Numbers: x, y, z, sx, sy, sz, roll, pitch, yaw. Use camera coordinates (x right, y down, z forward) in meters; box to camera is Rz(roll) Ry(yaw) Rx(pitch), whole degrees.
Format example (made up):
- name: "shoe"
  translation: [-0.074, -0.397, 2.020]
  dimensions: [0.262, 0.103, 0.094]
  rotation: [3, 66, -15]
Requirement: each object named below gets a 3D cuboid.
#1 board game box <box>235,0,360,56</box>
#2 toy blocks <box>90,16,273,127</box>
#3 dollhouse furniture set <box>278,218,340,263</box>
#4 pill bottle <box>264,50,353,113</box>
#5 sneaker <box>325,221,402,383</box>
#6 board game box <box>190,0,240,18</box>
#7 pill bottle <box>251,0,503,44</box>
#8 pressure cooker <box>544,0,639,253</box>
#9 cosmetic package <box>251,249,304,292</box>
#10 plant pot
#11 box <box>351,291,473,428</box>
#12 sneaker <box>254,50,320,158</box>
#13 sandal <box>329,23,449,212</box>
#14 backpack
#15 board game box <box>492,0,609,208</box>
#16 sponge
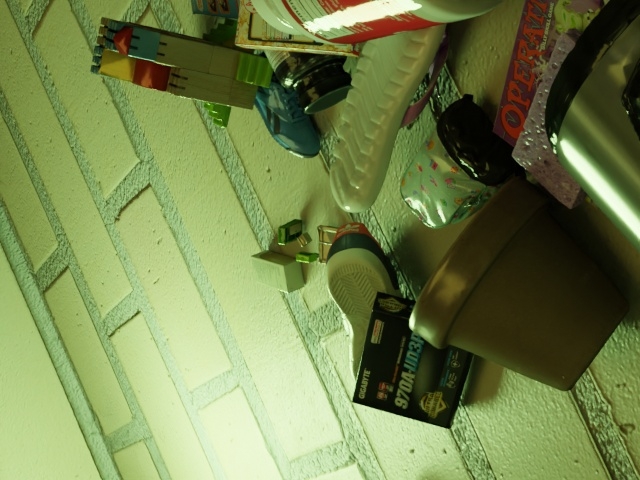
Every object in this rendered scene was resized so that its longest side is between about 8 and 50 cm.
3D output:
- name: "board game box"
  translation: [-0.030, -0.366, 1.909]
  dimensions: [0.193, 0.045, 0.146]
  rotation: [8, 93, 18]
- name: "toy blocks"
  translation: [-0.280, -0.321, 2.178]
  dimensions: [0.381, 0.261, 0.190]
  rotation: [30, 109, 61]
- name: "dollhouse furniture set"
  translation: [0.000, 0.000, 2.233]
  dimensions: [0.152, 0.058, 0.076]
  rotation: [10, 110, 32]
- name: "pill bottle"
  translation: [-0.032, -0.323, 2.000]
  dimensions: [0.219, 0.123, 0.123]
  rotation: [63, 148, 8]
- name: "sneaker"
  translation: [0.094, 0.118, 2.092]
  dimensions: [0.148, 0.131, 0.350]
  rotation: [-90, -12, -52]
- name: "board game box"
  translation: [-0.174, -0.479, 2.199]
  dimensions: [0.211, 0.039, 0.160]
  rotation: [19, 123, 50]
- name: "pill bottle"
  translation: [0.068, -0.385, 1.647]
  dimensions: [0.408, 0.229, 0.229]
  rotation: [2, 110, 58]
- name: "pressure cooker"
  translation: [0.474, -0.077, 1.172]
  dimensions: [0.420, 0.375, 0.370]
  rotation: [54, 160, 22]
- name: "cosmetic package"
  translation: [-0.083, 0.059, 2.372]
  dimensions: [0.115, 0.041, 0.060]
  rotation: [16, 121, 51]
- name: "plant pot"
  translation: [0.288, 0.079, 1.681]
  dimensions: [0.229, 0.263, 0.263]
  rotation: [36, 139, 14]
- name: "box"
  translation: [0.154, 0.197, 2.002]
  dimensions: [0.175, 0.051, 0.220]
  rotation: [15, 130, 5]
- name: "sneaker"
  translation: [-0.062, -0.238, 2.146]
  dimensions: [0.209, 0.069, 0.082]
  rotation: [57, 142, 19]
- name: "sandal"
  translation: [0.123, -0.231, 1.844]
  dimensions: [0.416, 0.102, 0.169]
  rotation: [-66, 32, 28]
- name: "backpack"
  translation: [0.196, -0.102, 1.795]
  dimensions: [0.152, 0.115, 0.182]
  rotation: [55, 148, 16]
- name: "board game box"
  translation: [0.338, -0.235, 1.573]
  dimensions: [0.208, 0.056, 0.347]
  rotation: [46, 142, 38]
- name: "sponge"
  translation: [0.321, -0.153, 1.575]
  dimensions: [0.117, 0.031, 0.210]
  rotation: [48, 142, 30]
